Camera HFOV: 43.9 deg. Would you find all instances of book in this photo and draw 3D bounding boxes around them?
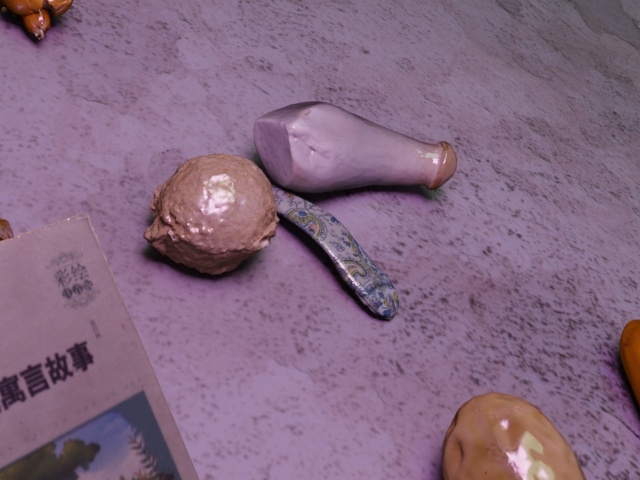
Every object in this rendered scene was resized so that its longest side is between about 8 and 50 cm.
[{"bbox_3d":[-0.190,0.144,0.520,0.215,0.025,0.283,-27,95,-43],"label":"book"}]

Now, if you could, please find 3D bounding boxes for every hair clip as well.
[{"bbox_3d":[0.002,-0.001,0.865,0.229,0.036,0.066,41,35,12],"label":"hair clip"}]

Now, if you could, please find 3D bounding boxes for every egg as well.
[{"bbox_3d":[-0.102,-0.027,0.778,0.140,0.118,0.116,-33,113,-56],"label":"egg"}]

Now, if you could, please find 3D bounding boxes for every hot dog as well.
[{"bbox_3d":[-0.368,-0.339,0.960,0.109,0.072,0.269,-6,51,-33],"label":"hot dog"}]

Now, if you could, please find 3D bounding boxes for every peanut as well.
[{"bbox_3d":[0.164,0.260,0.621,0.147,0.147,0.319,13,46,-19],"label":"peanut"}]

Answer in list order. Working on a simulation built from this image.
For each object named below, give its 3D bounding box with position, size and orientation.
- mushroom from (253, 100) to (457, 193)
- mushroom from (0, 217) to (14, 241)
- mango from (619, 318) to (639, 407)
[{"bbox_3d":[0.042,-0.108,0.945,0.270,0.103,0.118,-1,20,-38],"label":"mushroom"},{"bbox_3d":[-0.269,0.067,0.606,0.092,0.081,0.223,-13,52,-16],"label":"mushroom"},{"bbox_3d":[0.416,0.177,0.887,0.141,0.102,0.217,-25,59,-17],"label":"mango"}]
